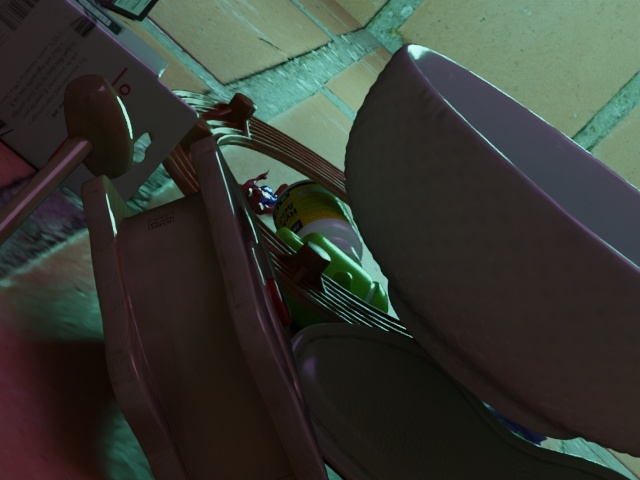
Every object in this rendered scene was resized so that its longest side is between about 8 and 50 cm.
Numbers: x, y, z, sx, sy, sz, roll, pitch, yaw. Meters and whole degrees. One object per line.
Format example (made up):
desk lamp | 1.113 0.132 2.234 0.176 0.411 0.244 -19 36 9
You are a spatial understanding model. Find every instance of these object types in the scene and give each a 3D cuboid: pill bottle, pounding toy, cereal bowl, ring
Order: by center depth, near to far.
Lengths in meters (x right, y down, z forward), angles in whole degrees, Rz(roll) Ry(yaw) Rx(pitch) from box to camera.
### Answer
pounding toy | -0.098 0.043 0.724 0.154 0.155 0.269 69 2 -45
cereal bowl | 0.146 0.025 0.853 0.339 0.141 0.339 35 15 -11
ring | 0.016 -0.012 0.987 0.336 0.032 0.336 34 16 -11
pill bottle | 0.000 0.000 1.118 0.065 0.065 0.116 35 15 -29

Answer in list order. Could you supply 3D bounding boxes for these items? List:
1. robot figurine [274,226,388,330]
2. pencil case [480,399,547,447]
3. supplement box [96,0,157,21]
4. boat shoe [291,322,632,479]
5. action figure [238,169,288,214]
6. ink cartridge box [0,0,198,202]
robot figurine | 0.003 0.040 1.004 0.115 0.067 0.101 40 1 -11
pencil case | 0.122 0.127 1.034 0.086 0.088 0.206 40 13 -15
supplement box | -0.237 -0.305 1.331 0.104 0.081 0.188 48 15 21
boat shoe | 0.085 0.157 0.851 0.302 0.091 0.114 35 58 -15
action figure | -0.049 -0.040 1.185 0.038 0.030 0.115 51 18 12
ink cartridge box | -0.178 -0.112 0.883 0.180 0.104 0.060 40 13 -13
